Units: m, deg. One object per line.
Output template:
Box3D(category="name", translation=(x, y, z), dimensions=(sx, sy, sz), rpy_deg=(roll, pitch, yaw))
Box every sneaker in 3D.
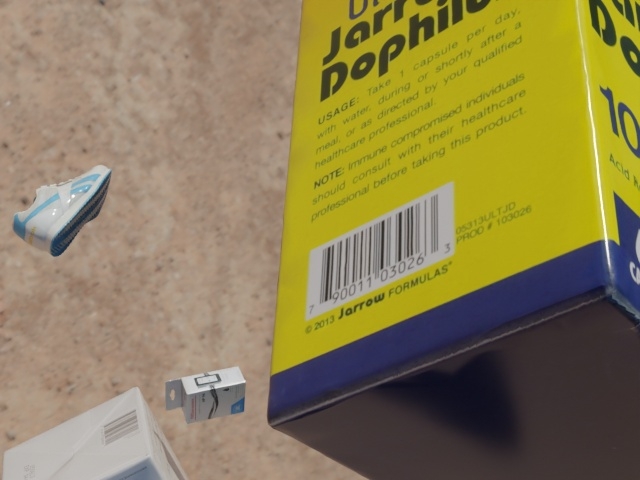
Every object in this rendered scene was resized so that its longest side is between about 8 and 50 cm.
Box3D(category="sneaker", translation=(-0.425, -0.067, 2.000), dimensions=(0.092, 0.087, 0.228), rpy_deg=(24, 37, 8))

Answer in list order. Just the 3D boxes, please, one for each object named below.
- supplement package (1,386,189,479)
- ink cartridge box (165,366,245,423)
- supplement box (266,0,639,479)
Box3D(category="supplement package", translation=(-0.211, 0.351, 1.339), dimensions=(0.293, 0.175, 0.177), rpy_deg=(66, -5, -22))
Box3D(category="ink cartridge box", translation=(-0.126, 0.171, 1.304), dimensions=(0.083, 0.048, 0.028), rpy_deg=(-10, 40, -18))
Box3D(category="supplement box", translation=(0.114, -0.045, 0.667), dimensions=(0.194, 0.195, 0.356), rpy_deg=(35, 43, -36))
